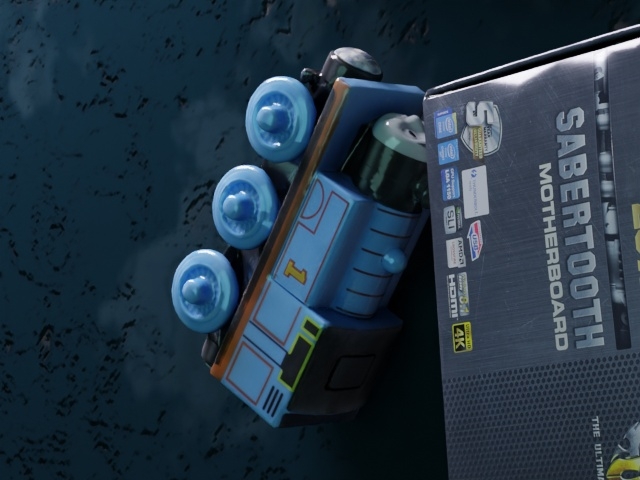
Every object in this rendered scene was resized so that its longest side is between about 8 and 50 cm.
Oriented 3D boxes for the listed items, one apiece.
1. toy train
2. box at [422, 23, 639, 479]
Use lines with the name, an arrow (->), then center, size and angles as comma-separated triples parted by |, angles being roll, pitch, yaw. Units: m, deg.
toy train -> 0.000, 0.000, 0.922 | 0.105, 0.080, 0.184 | 37, 111, 33
box -> 0.132, 0.032, 0.784 | 0.183, 0.059, 0.233 | -11, 79, 45
